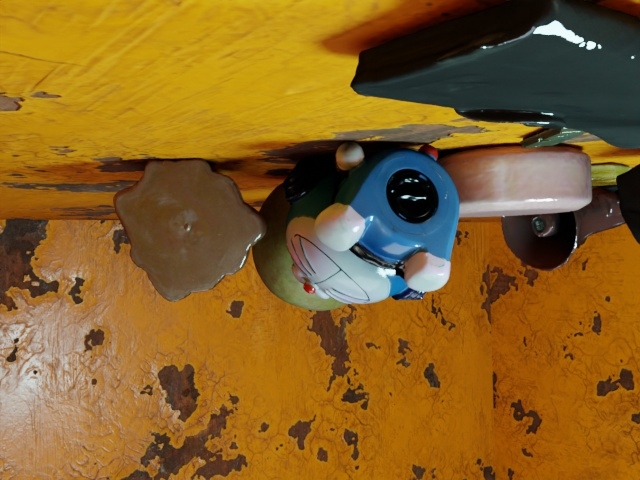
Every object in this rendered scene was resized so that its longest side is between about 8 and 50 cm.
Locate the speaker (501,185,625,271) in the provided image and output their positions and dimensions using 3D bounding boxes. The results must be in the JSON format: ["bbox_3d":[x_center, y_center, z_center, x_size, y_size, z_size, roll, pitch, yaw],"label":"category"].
[{"bbox_3d":[0.588,-0.089,1.613,0.330,0.198,0.259,-17,147,-29],"label":"speaker"}]

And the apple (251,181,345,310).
[{"bbox_3d":[0.000,0.000,1.399,0.257,0.256,0.234,-1,164,-20],"label":"apple"}]

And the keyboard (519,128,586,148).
[{"bbox_3d":[0.298,-0.133,0.942,0.049,0.015,0.129,-6,179,-6],"label":"keyboard"}]

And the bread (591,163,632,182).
[{"bbox_3d":[0.508,-0.119,1.362,0.090,0.035,0.094,-2,179,41],"label":"bread"}]

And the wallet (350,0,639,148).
[{"bbox_3d":[0.208,-0.121,0.580,0.378,0.051,0.197,1,177,-37],"label":"wallet"}]

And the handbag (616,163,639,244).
[{"bbox_3d":[0.601,-0.078,1.016,0.288,0.152,0.342,-17,-174,2],"label":"handbag"}]

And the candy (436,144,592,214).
[{"bbox_3d":[0.288,-0.088,1.163,0.255,0.094,0.255,-2,179,0],"label":"candy"}]

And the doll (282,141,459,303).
[{"bbox_3d":[0.071,-0.021,1.124,0.284,0.240,0.310,40,155,-5],"label":"doll"}]

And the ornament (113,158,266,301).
[{"bbox_3d":[-0.207,-0.020,1.237,0.235,0.221,0.217,7,-177,-3],"label":"ornament"}]
